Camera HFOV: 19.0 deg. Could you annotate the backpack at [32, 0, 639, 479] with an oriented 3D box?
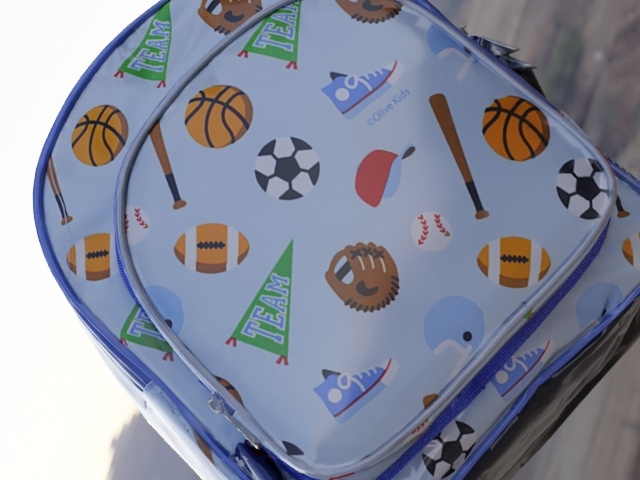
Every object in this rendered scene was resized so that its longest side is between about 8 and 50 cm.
[{"bbox_3d":[0.000,0.000,0.885,0.276,0.263,0.213,-45,-19,-14],"label":"backpack"}]
